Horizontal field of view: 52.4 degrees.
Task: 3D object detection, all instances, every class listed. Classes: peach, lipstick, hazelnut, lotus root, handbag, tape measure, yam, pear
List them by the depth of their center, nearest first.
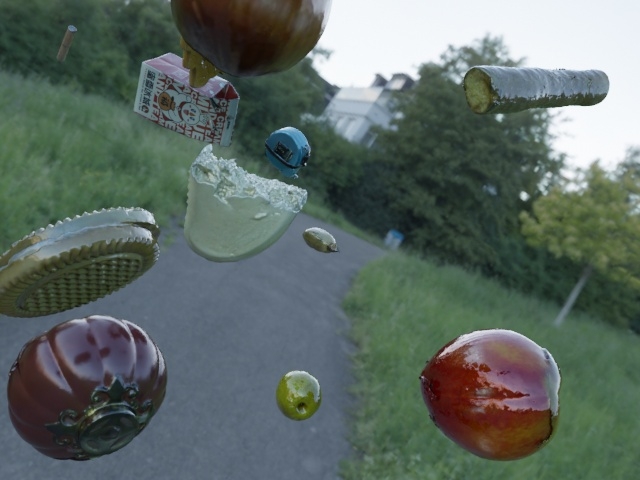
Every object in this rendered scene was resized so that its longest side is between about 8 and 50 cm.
[{"bbox_3d":[0.382,-0.260,1.118,0.356,0.081,0.081,-10,29,-35],"label":"yam"},{"bbox_3d":[-0.144,-0.521,1.377,0.372,0.372,0.315,35,28,-27],"label":"hazelnut"},{"bbox_3d":[-0.552,-0.427,1.412,0.019,0.094,0.019,22,48,-26],"label":"lipstick"},{"bbox_3d":[0.445,0.404,1.716,0.370,0.370,0.370,34,-1,0],"label":"peach"},{"bbox_3d":[-0.364,-0.392,1.851,0.298,0.171,0.151,28,35,9],"label":"handbag"},{"bbox_3d":[0.000,0.000,1.882,0.073,0.062,0.150,23,3,-45],"label":"lotus root"},{"bbox_3d":[-0.097,-0.271,1.943,0.146,0.125,0.081,41,35,8],"label":"tape measure"},{"bbox_3d":[-0.068,0.478,2.013,0.149,0.149,0.162,35,10,-16],"label":"pear"}]

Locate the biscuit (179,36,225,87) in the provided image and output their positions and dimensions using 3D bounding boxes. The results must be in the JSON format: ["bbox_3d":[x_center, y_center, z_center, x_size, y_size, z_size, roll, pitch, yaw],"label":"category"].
[{"bbox_3d":[-0.282,-0.496,1.627,0.041,0.212,0.239,41,-3,22],"label":"biscuit"}]

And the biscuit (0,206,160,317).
[{"bbox_3d":[-0.353,0.033,0.955,0.079,0.259,0.259,63,6,13],"label":"biscuit"}]

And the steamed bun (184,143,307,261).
[{"bbox_3d":[-0.172,-0.070,1.530,0.272,0.274,0.290,10,9,4],"label":"steamed bun"}]

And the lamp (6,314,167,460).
[{"bbox_3d":[-0.452,0.288,1.278,0.257,0.303,0.303,45,7,40],"label":"lamp"}]
